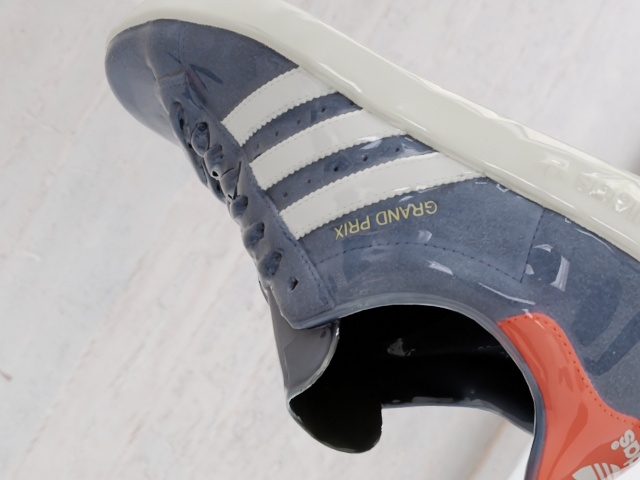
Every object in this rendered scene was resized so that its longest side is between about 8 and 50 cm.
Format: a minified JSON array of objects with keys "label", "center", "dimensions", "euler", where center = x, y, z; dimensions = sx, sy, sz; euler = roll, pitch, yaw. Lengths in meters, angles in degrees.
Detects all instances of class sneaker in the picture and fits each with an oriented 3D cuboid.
[{"label":"sneaker","center":[0.000,0.000,0.553],"dimensions":[0.148,0.350,0.131],"euler":[-52,144,-15]}]
